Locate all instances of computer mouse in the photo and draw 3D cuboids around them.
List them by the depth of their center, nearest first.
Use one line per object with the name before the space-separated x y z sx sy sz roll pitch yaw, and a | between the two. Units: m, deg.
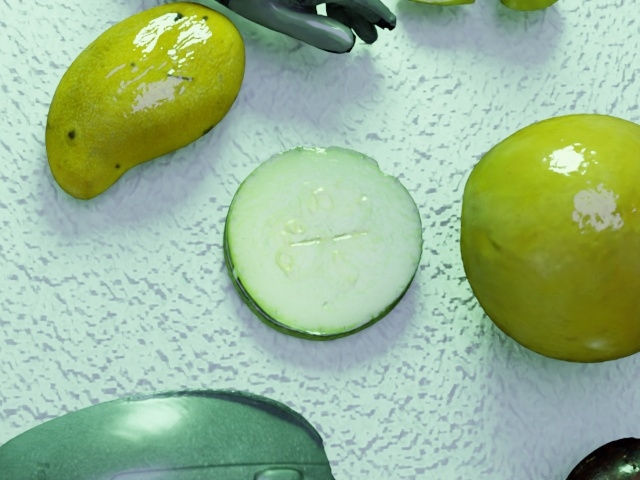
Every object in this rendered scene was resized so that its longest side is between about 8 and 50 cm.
computer mouse | -0.156 0.255 1.502 0.374 0.114 0.203 -7 72 -14

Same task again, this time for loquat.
loquat | 0.283 -0.001 1.601 0.275 0.275 0.275 4 71 -10

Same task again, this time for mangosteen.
mangosteen | 0.322 0.286 1.547 0.166 0.180 0.166 -3 99 -19

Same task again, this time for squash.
squash | 0.000 0.001 1.666 0.219 0.041 0.219 2 72 -6

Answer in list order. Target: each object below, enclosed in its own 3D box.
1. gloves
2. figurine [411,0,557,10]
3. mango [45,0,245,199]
gloves | -0.046 -0.278 1.681 0.285 0.119 0.142 18 50 -23
figurine | 0.170 -0.463 1.750 0.204 0.338 0.283 -10 39 -21
mango | -0.190 -0.157 1.640 0.157 0.109 0.262 44 70 3
